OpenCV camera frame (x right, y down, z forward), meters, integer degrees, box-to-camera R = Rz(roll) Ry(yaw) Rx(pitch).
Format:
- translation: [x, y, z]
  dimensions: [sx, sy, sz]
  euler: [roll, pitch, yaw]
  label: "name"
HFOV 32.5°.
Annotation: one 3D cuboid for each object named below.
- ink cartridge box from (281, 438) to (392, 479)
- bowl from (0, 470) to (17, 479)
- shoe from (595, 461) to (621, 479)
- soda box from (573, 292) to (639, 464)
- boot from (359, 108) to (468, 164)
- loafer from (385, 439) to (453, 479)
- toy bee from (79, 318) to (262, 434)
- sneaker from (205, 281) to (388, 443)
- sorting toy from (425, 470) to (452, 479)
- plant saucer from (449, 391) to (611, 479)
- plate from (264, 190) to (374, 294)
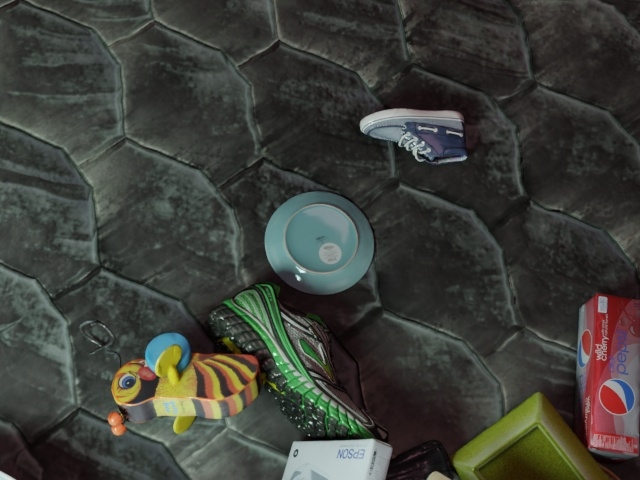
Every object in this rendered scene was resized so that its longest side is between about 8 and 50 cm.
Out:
- translation: [0.002, 0.405, 1.615]
  dimensions: [0.045, 0.223, 0.224]
  euler: [26, 66, -27]
  label: "ink cartridge box"
- translation: [-0.506, 0.479, 1.546]
  dimensions: [0.311, 0.163, 0.311]
  euler: [0, 70, -1]
  label: "bowl"
- translation: [0.397, 0.370, 1.752]
  dimensions: [0.219, 0.058, 0.076]
  euler: [31, 90, 6]
  label: "shoe"
- translation: [0.470, 0.226, 1.797]
  dimensions: [0.083, 0.092, 0.263]
  euler: [10, 69, -4]
  label: "soda box"
- translation: [0.166, -0.179, 1.919]
  dimensions: [0.190, 0.069, 0.086]
  euler: [-3, 68, -10]
  label: "boot"
- translation: [0.103, 0.384, 1.706]
  dimensions: [0.223, 0.076, 0.078]
  euler: [-22, 77, -12]
  label: "loafer"
- translation: [-0.246, 0.234, 1.676]
  dimensions: [0.298, 0.195, 0.162]
  euler: [-6, 45, 29]
  label: "toy bee"
- translation: [-0.014, 0.197, 1.731]
  dimensions: [0.343, 0.134, 0.146]
  euler: [46, 65, 7]
  label: "sneaker"
- translation: [0.198, 0.503, 1.538]
  dimensions: [0.255, 0.089, 0.257]
  euler: [31, 72, 4]
  label: "sorting toy"
- translation: [0.326, 0.365, 1.707]
  dimensions: [0.188, 0.045, 0.188]
  euler: [-38, 85, 7]
  label: "plant saucer"
- translation: [0.000, 0.000, 1.861]
  dimensions: [0.188, 0.024, 0.188]
  euler: [2, 69, -6]
  label: "plate"
